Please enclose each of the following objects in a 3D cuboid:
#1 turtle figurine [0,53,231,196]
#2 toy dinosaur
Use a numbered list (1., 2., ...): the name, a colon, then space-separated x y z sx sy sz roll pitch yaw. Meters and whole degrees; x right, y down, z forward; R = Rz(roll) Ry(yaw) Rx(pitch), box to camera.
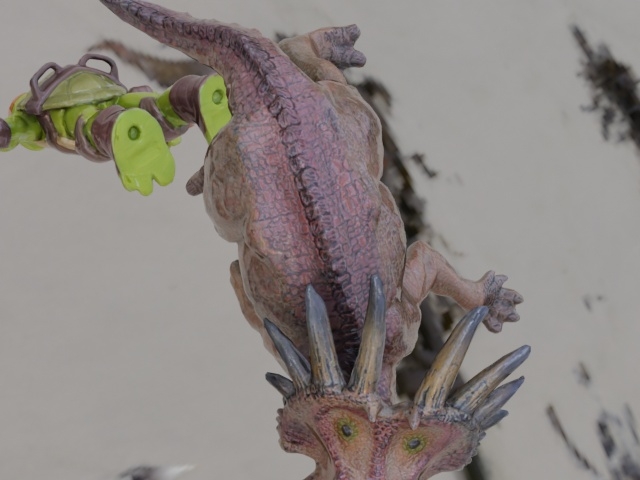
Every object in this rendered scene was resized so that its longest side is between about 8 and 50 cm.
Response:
1. turtle figurine: -0.148 -0.085 1.005 0.269 0.217 0.087 -10 102 -42
2. toy dinosaur: 0.000 0.000 0.641 0.296 0.127 0.200 62 8 -6
